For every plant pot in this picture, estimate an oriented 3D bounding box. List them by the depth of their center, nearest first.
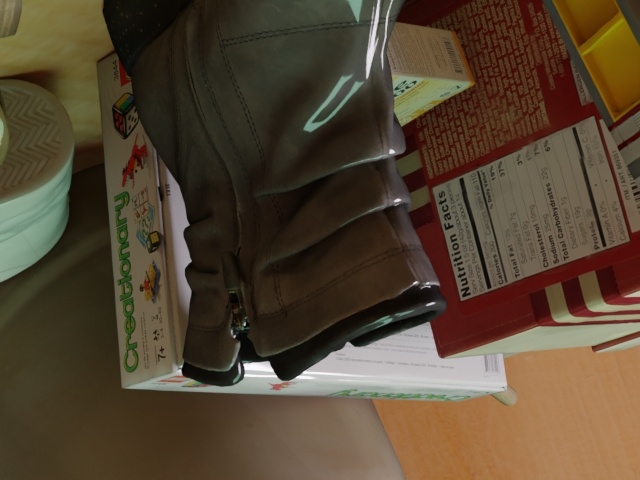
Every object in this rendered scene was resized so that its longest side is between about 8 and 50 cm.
[{"bbox_3d":[-0.086,0.143,0.932,0.323,0.280,0.323,-22,137,-23],"label":"plant pot"}]

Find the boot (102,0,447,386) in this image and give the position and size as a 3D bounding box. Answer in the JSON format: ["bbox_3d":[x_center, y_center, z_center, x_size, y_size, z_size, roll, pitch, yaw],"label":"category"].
[{"bbox_3d":[0.019,-0.067,0.589,0.118,0.223,0.338,-8,165,-29],"label":"boot"}]

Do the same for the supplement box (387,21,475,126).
[{"bbox_3d":[0.031,-0.090,0.731,0.062,0.036,0.098,-28,165,37],"label":"supplement box"}]

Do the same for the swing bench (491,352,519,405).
[{"bbox_3d":[0.206,0.028,1.171,0.253,0.165,0.254,-22,162,24],"label":"swing bench"}]

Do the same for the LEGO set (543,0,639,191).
[{"bbox_3d":[0.249,-0.136,0.549,0.331,0.192,0.255,-17,167,-35],"label":"LEGO set"}]

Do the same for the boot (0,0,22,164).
[{"bbox_3d":[-0.223,-0.077,0.607,0.152,0.073,0.197,-12,155,-22],"label":"boot"}]

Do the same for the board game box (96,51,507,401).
[{"bbox_3d":[0.000,0.000,0.838,0.053,0.193,0.305,-19,160,40],"label":"board game box"}]

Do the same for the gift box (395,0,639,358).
[{"bbox_3d":[0.221,-0.058,0.819,0.276,0.255,0.258,-18,167,41],"label":"gift box"}]

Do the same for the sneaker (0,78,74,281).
[{"bbox_3d":[-0.287,0.004,0.789,0.292,0.108,0.169,-14,165,-13],"label":"sneaker"}]
